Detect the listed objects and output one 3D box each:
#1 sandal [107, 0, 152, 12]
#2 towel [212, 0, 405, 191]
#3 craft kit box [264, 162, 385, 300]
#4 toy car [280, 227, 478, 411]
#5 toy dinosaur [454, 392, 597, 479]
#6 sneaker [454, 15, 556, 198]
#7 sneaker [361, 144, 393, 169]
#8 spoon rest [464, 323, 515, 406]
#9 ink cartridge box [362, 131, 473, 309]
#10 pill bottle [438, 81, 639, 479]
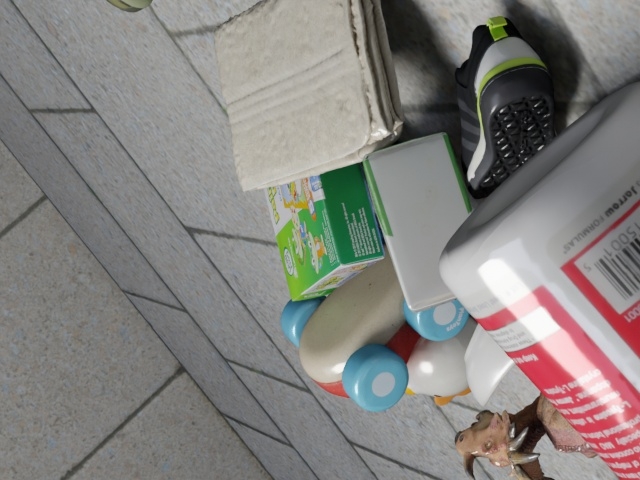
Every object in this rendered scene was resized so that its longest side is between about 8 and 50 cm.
[{"bbox_3d":[-0.278,-0.402,1.581,0.086,0.120,0.303,-29,112,27],"label":"sandal"},{"bbox_3d":[-0.016,-0.160,1.365,0.282,0.049,0.187,-13,86,57],"label":"towel"},{"bbox_3d":[-0.013,-0.073,1.535,0.246,0.061,0.250,133,123,-75],"label":"craft kit box"},{"bbox_3d":[0.113,0.135,1.673,0.238,0.210,0.219,43,177,-30],"label":"toy car"},{"bbox_3d":[0.263,0.177,1.387,0.127,0.200,0.296,46,161,4],"label":"toy dinosaur"},{"bbox_3d":[0.164,-0.121,1.230,0.235,0.084,0.097,89,164,-66],"label":"sneaker"},{"bbox_3d":[0.060,-0.106,1.505,0.067,0.042,0.118,38,167,35],"label":"sneaker"},{"bbox_3d":[0.212,0.075,1.437,0.084,0.137,0.276,24,143,13],"label":"spoon rest"},{"bbox_3d":[0.105,-0.012,1.358,0.208,0.086,0.153,43,-151,-85],"label":"ink cartridge box"},{"bbox_3d":[0.303,0.094,1.078,0.408,0.229,0.229,48,162,-3],"label":"pill bottle"}]
